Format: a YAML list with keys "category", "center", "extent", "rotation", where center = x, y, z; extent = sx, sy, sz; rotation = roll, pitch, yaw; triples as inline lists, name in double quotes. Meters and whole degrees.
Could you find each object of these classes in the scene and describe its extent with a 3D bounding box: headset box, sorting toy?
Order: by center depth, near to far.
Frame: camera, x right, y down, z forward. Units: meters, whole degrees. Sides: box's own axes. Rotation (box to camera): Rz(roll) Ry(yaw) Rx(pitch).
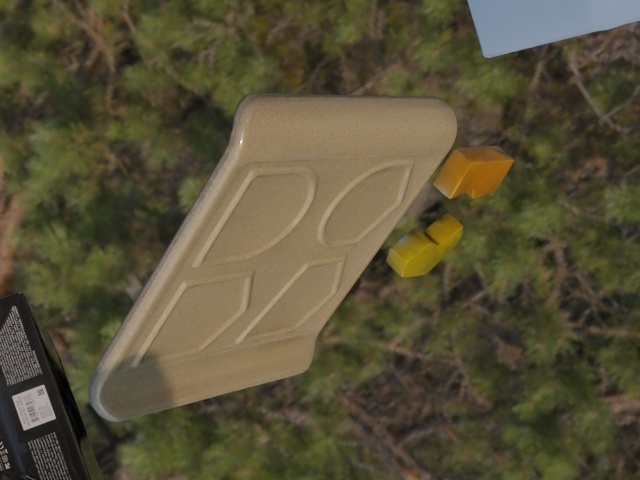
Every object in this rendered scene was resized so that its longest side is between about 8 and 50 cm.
- category: "headset box"
  center: [-0.086, 0.055, 0.340]
  extent: [0.083, 0.032, 0.062]
  rotation: [125, 124, -75]
- category: "sorting toy"
  center: [0.000, 0.000, 0.773]
  extent: [0.041, 0.307, 0.229]
  rotation: [44, 120, 27]

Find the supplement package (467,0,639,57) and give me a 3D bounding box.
- category: "supplement package"
  center: [0.227, -0.258, 0.739]
  extent: [0.199, 0.262, 0.198]
  rotation: [-6, 107, 49]
